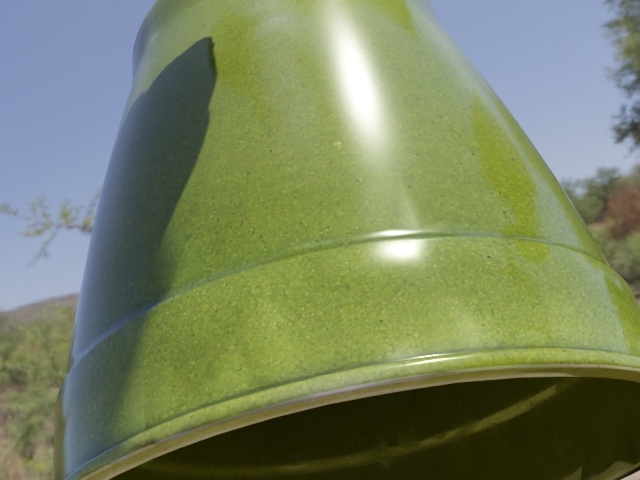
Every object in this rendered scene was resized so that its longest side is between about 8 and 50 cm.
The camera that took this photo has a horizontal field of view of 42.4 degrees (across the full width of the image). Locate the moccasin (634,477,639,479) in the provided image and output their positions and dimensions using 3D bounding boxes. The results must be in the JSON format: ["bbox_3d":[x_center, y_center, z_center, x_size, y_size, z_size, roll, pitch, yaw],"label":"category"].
[{"bbox_3d":[0.254,0.176,0.490,0.147,0.139,0.380,-34,-28,5],"label":"moccasin"}]

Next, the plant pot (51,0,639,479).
[{"bbox_3d":[0.000,0.000,0.558,0.367,0.352,0.366,-9,-30,-5],"label":"plant pot"}]
